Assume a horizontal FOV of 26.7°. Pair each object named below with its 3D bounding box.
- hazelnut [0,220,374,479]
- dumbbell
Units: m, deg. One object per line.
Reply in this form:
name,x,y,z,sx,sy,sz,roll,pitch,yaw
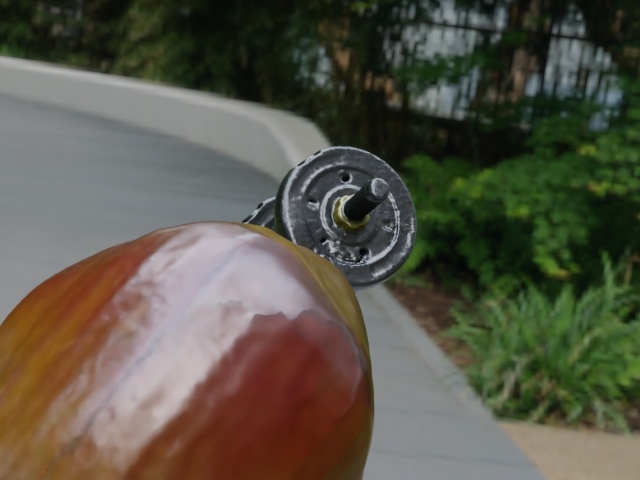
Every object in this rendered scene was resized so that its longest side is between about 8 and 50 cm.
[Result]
hazelnut,-0.069,0.097,0.593,0.181,0.181,0.212,1,-24,-1
dumbbell,0.000,0.000,1.355,0.143,0.143,0.325,5,-18,-19
